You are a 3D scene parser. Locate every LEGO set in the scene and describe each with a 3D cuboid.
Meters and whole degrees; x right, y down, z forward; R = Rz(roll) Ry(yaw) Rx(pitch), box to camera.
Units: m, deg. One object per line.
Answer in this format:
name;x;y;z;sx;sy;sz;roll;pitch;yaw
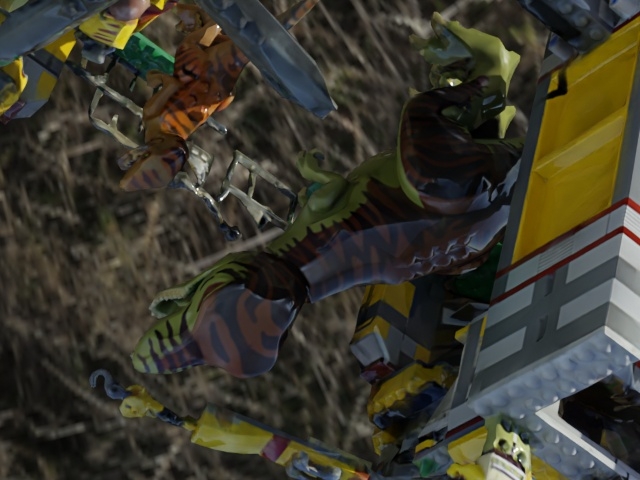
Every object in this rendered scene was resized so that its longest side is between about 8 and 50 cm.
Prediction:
LEGO set;0.000;0.000;0.525;0.255;0.192;0.331;-25;125;38
